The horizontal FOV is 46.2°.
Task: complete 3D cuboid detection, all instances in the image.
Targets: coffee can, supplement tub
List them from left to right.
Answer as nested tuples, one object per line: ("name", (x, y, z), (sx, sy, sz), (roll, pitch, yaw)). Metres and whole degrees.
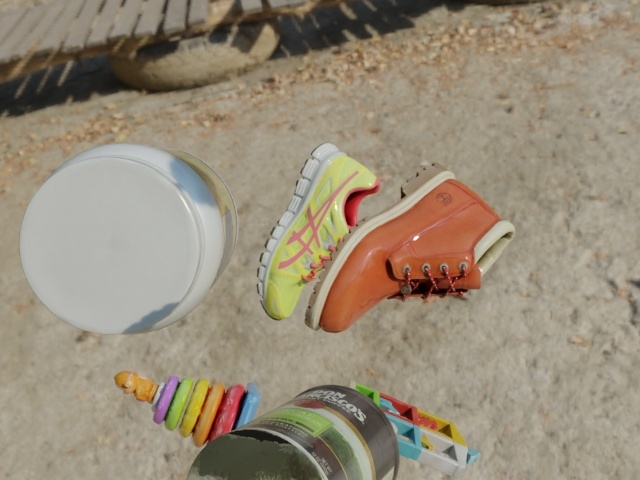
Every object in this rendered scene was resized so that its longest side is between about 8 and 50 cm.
("supplement tub", (-0.229, -0.009, 0.954), (0.229, 0.228, 0.316), (-10, 6, 0))
("coffee can", (-0.026, 0.320, 1.009), (0.202, 0.201, 0.275), (5, 3, 21))

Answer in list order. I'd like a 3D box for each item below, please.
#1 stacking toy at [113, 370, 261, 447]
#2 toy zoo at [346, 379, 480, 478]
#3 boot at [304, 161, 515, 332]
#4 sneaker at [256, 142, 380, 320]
("stacking toy", (-0.291, 0.342, 1.574), (0.302, 0.165, 0.175), (21, -3, -6))
("toy zoo", (0.185, 0.387, 1.526), (0.293, 0.030, 0.192), (23, 13, -2))
("boot", (0.062, 0.018, 0.507), (0.085, 0.059, 0.158), (39, 67, 23))
("sneaker", (0.000, 0.000, 0.838), (0.094, 0.208, 0.081), (25, 5, 15))
